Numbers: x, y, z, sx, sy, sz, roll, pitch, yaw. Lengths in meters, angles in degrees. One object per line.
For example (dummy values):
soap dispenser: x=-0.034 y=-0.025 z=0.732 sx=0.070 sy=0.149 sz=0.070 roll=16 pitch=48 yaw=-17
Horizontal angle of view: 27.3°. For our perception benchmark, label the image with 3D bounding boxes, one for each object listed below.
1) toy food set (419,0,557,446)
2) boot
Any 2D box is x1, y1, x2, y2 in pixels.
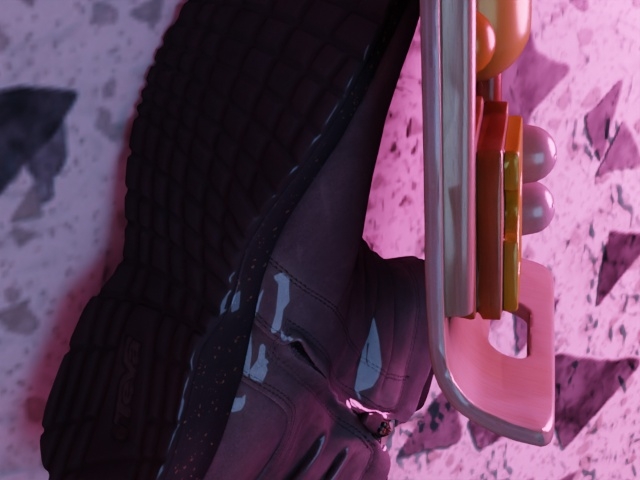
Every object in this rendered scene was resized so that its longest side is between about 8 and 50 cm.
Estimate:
toy food set: x=0.105 y=-0.083 z=0.644 sx=0.220 sy=0.092 sz=0.306 roll=-65 pitch=154 yaw=-68
boot: x=0.000 y=0.000 z=0.699 sx=0.222 sy=0.118 sz=0.338 roll=15 pitch=104 yaw=-52
